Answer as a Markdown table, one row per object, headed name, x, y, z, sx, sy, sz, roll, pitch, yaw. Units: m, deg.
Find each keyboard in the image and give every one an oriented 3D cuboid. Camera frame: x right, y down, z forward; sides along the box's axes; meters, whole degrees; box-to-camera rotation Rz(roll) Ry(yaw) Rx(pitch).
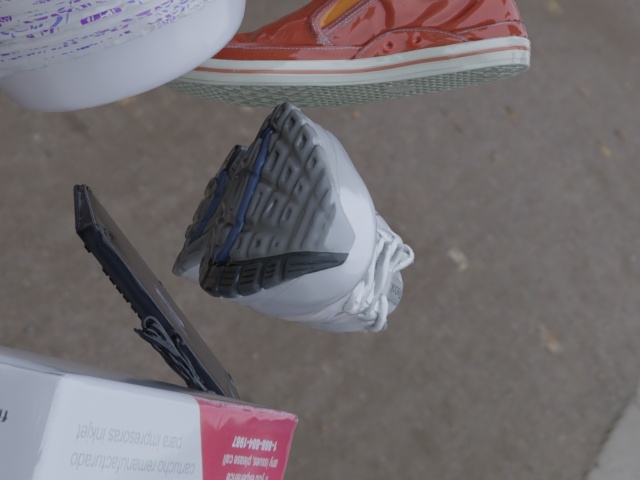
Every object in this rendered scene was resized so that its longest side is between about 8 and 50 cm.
| name | x | y | z | sx | sy | sz | roll | pitch | yaw |
| --- | --- | --- | --- | --- | --- | --- | --- | --- | --- |
| keyboard | -0.162 | 0.096 | 1.659 | 0.317 | 0.033 | 0.201 | 55 | 3 | -29 |

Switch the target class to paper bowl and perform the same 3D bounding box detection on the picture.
| name | x | y | z | sx | sy | sz | roll | pitch | yaw |
| --- | --- | --- | --- | --- | --- | --- | --- | --- | --- |
| paper bowl | -0.171 | -0.202 | 1.228 | 0.284 | 0.284 | 0.148 | -76 | 151 | -63 |

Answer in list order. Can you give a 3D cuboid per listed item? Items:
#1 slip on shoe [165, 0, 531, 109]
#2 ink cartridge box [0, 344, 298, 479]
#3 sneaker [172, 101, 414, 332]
| name | x | y | z | sx | sy | sz | roll | pitch | yaw |
| --- | --- | --- | --- | --- | --- | --- | --- | --- | --- |
| slip on shoe | 0.017 | -0.177 | 1.402 | 0.123 | 0.331 | 0.101 | 56 | 27 | -83 |
| ink cartridge box | -0.169 | 0.250 | 0.802 | 0.160 | 0.385 | 0.279 | 11 | -5 | 22 |
| sneaker | 0.000 | 0.000 | 0.892 | 0.129 | 0.111 | 0.297 | 26 | -2 | -8 |
